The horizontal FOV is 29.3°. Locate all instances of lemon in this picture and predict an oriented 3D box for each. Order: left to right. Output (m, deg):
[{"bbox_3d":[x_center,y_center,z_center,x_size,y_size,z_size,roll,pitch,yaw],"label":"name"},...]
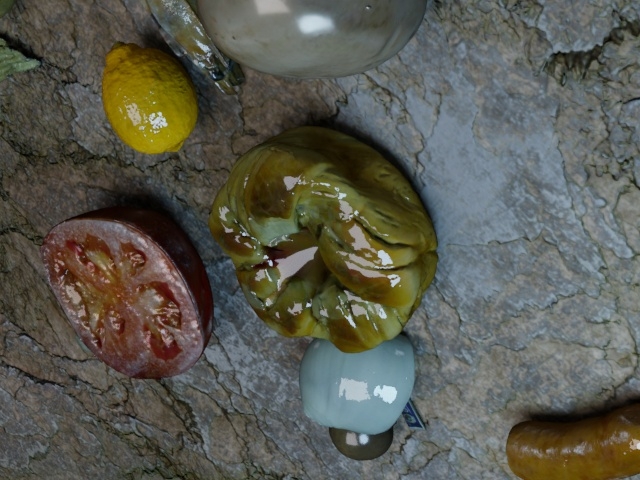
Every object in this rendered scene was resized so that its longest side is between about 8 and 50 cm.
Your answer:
[{"bbox_3d":[-0.258,-0.215,1.832,0.142,0.142,0.187,-14,110,44],"label":"lemon"}]

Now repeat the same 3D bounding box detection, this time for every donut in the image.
[{"bbox_3d":[0.000,0.000,1.775,0.360,0.170,0.360,20,133,23],"label":"donut"}]

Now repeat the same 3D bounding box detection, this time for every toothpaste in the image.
[{"bbox_3d":[0.132,0.255,1.979,0.037,0.021,0.140,-3,123,45],"label":"toothpaste"}]

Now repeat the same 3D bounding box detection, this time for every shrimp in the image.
[{"bbox_3d":[-0.217,-0.338,1.754,0.317,0.077,0.168,57,167,-20],"label":"shrimp"}]

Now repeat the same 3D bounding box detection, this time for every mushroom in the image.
[{"bbox_3d":[-0.016,-0.346,1.490,0.292,0.292,0.290,2,91,38],"label":"mushroom"}]

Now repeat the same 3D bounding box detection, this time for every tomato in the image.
[{"bbox_3d":[-0.299,0.070,2.089,0.338,0.144,0.338,17,128,23],"label":"tomato"}]

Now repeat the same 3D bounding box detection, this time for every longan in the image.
[{"bbox_3d":[0.074,0.308,2.017,0.119,0.106,0.106,-35,99,7],"label":"longan"}]

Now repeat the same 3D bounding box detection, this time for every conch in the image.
[{"bbox_3d":[0.052,0.219,1.920,0.221,0.121,0.185,-30,80,43],"label":"conch"}]

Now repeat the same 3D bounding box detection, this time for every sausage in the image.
[{"bbox_3d":[0.389,0.294,1.743,0.270,0.109,0.109,-23,106,47],"label":"sausage"}]

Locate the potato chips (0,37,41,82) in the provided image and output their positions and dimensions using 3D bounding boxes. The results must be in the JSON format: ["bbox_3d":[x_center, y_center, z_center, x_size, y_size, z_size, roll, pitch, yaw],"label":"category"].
[{"bbox_3d":[-0.556,-0.312,2.078,0.207,0.028,0.092,-5,120,43],"label":"potato chips"}]

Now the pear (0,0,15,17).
[{"bbox_3d":[-0.555,-0.404,1.904,0.167,0.167,0.137,-4,96,41],"label":"pear"}]

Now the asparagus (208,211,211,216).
[{"bbox_3d":[-0.144,0.023,2.020,0.016,0.016,0.163,-20,108,26],"label":"asparagus"}]

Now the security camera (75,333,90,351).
[{"bbox_3d":[-0.426,0.166,2.304,0.058,0.092,0.058,23,136,24],"label":"security camera"}]
